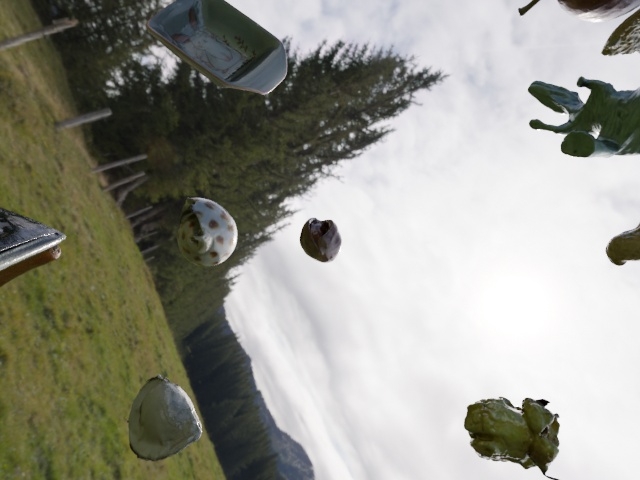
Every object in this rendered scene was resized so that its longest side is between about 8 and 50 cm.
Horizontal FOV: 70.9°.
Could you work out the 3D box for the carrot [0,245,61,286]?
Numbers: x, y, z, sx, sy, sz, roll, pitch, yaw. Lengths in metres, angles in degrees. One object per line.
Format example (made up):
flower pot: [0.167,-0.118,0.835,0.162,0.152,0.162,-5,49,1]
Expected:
carrot: [-0.554,0.053,0.822,0.037,0.190,0.037,59,13,-23]

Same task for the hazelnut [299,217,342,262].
hazelnut: [0.000,0.000,0.793,0.086,0.086,0.086,53,-22,34]

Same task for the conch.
conch: [-0.308,-0.020,1.229,0.275,0.149,0.182,0,-92,61]

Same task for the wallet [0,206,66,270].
wallet: [-0.499,-0.006,0.640,0.236,0.160,0.055,-90,-159,-75]

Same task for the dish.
dish: [-0.173,-0.335,0.804,0.234,0.154,0.064,36,-28,5]

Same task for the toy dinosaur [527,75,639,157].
toy dinosaur: [0.272,-0.085,0.334,0.383,0.129,0.076,-129,-152,-58]

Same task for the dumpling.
dumpling: [-0.393,0.444,1.102,0.247,0.172,0.142,27,-29,44]

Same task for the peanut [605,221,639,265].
peanut: [0.613,-0.013,0.825,0.174,0.080,0.080,-39,-107,34]

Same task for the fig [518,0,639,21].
fig: [0.525,-0.527,0.860,0.249,0.186,0.203,-99,-178,-68]

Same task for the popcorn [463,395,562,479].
popcorn: [0.421,0.424,0.977,0.195,0.173,0.168,-8,-58,35]

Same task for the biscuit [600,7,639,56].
biscuit: [0.737,-0.456,0.946,0.188,0.266,0.040,41,36,-56]
